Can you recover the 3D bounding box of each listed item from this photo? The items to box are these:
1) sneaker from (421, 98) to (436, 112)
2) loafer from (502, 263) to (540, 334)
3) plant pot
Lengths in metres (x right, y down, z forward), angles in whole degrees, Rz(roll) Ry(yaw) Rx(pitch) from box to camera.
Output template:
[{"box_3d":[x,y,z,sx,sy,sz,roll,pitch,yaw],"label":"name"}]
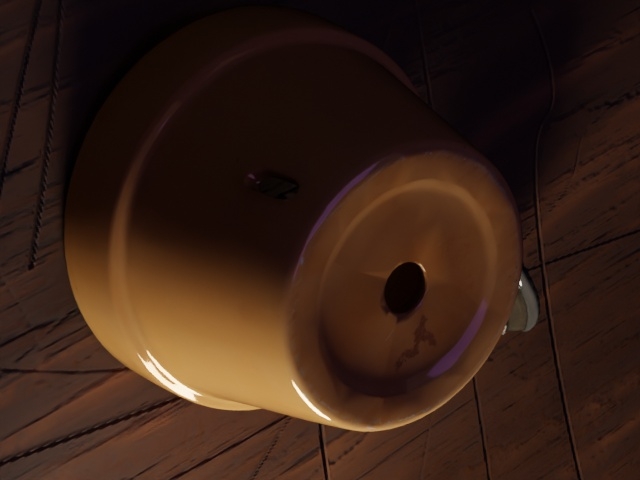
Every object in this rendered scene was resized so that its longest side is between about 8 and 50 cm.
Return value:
[{"box_3d":[0.047,-0.090,1.338,0.118,0.042,0.067,34,74,-39],"label":"sneaker"},{"box_3d":[0.118,0.007,1.433,0.078,0.080,0.220,-29,131,3],"label":"loafer"},{"box_3d":[0.000,0.000,1.170,0.291,0.203,0.291,-14,115,-33],"label":"plant pot"}]
